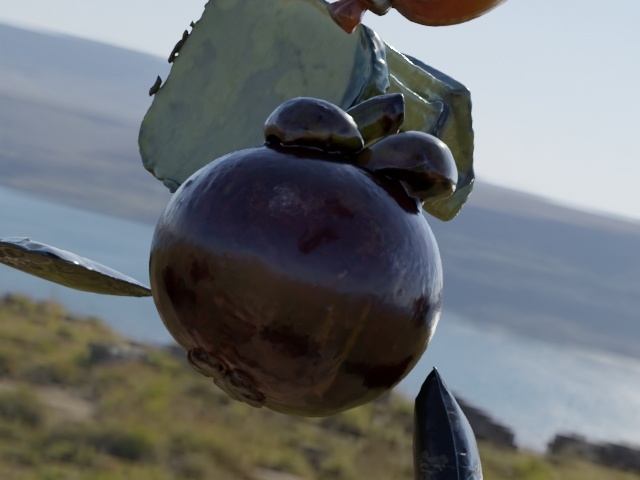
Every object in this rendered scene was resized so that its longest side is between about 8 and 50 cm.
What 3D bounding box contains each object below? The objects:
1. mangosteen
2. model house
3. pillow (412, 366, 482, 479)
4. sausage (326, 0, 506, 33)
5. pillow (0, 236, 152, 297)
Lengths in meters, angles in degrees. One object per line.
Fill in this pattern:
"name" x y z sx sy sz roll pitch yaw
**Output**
"mangosteen" 0.000 0.000 1.237 0.215 0.257 0.215 32 -13 8
"model house" 0.003 -0.106 1.807 0.266 0.261 0.321 26 5 -42
"pillow" 0.093 0.174 1.220 0.048 0.150 0.090 -15 -30 16
"sausage" 0.123 -0.197 0.764 0.093 0.312 0.093 49 -7 8
"pillow" -0.261 0.029 1.754 0.130 0.033 0.217 8 -10 32
